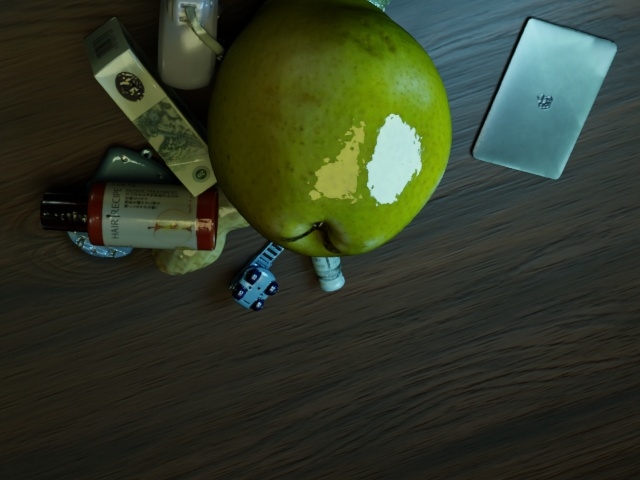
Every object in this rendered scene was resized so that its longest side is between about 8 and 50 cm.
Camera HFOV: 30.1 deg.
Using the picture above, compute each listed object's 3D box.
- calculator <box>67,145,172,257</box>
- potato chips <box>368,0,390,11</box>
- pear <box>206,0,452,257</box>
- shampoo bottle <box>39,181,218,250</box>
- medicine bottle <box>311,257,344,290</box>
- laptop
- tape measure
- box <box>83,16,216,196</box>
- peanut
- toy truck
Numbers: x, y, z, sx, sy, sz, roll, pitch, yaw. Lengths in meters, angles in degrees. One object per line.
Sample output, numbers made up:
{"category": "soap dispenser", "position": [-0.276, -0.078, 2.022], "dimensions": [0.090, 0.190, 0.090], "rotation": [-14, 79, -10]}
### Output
{"category": "calculator", "position": [-0.331, -0.063, 1.968], "dimensions": [0.121, 0.039, 0.210], "rotation": [23, 109, -27]}
{"category": "potato chips", "position": [0.048, -0.395, 1.892], "dimensions": [0.167, 0.059, 0.228], "rotation": [2, 123, -10]}
{"category": "pear", "position": [0.012, -0.175, 1.760], "dimensions": [0.362, 0.418, 0.362], "rotation": [-1, 150, 0]}
{"category": "shampoo bottle", "position": [-0.304, -0.040, 1.891], "dimensions": [0.278, 0.104, 0.104], "rotation": [2, 118, -1]}
{"category": "medicine bottle", "position": [0.000, 0.000, 2.093], "dimensions": [0.051, 0.051, 0.191], "rotation": [-18, 121, -7]}
{"category": "laptop", "position": [0.393, -0.246, 2.097], "dimensions": [0.187, 0.015, 0.269], "rotation": [12, 113, -21]}
{"category": "tape measure", "position": [-0.189, -0.319, 1.788], "dimensions": [0.105, 0.196, 0.178], "rotation": [3, 125, -8]}
{"category": "box", "position": [-0.256, -0.206, 1.840], "dimensions": [0.069, 0.164, 0.256], "rotation": [-36, 122, 4]}
{"category": "peanut", "position": [-0.186, -0.028, 1.998], "dimensions": [0.229, 0.098, 0.103], "rotation": [-41, 162, 8]}
{"category": "toy truck", "position": [-0.101, 0.056, 2.079], "dimensions": [0.063, 0.074, 0.136], "rotation": [38, 103, -30]}
